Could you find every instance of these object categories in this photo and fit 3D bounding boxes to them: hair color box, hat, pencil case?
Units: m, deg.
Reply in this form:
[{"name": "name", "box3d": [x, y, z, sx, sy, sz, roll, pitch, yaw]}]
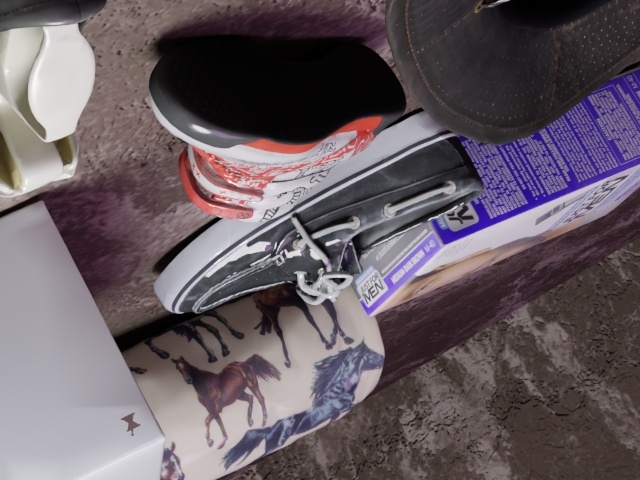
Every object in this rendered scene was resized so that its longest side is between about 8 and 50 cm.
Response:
[{"name": "hair color box", "box3d": [0.193, -0.052, 1.770, 0.339, 0.110, 0.185, -20, 166, -29]}, {"name": "hat", "box3d": [0.135, -0.211, 0.960, 0.331, 0.134, 0.331, -30, 152, -18]}, {"name": "pencil case", "box3d": [-0.128, 0.153, 1.759, 0.410, 0.183, 0.160, -24, 138, -25]}]

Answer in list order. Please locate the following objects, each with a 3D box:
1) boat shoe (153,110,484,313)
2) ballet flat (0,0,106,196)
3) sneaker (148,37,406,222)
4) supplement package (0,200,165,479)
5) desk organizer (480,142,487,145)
[{"name": "boat shoe", "box3d": [0.001, 0.001, 1.551, 0.306, 0.105, 0.113, -29, 167, -3]}, {"name": "ballet flat", "box3d": [-0.166, -0.079, 0.894, 0.095, 0.096, 0.280, -24, 167, -23]}, {"name": "sneaker", "box3d": [-0.058, -0.065, 1.200, 0.145, 0.090, 0.270, -39, 167, 29]}, {"name": "supplement package", "box3d": [-0.249, 0.131, 1.304, 0.199, 0.198, 0.262, -25, 167, -14]}, {"name": "desk organizer", "box3d": [0.195, -0.138, 1.572, 0.130, 0.047, 0.050, -27, 169, -10]}]
